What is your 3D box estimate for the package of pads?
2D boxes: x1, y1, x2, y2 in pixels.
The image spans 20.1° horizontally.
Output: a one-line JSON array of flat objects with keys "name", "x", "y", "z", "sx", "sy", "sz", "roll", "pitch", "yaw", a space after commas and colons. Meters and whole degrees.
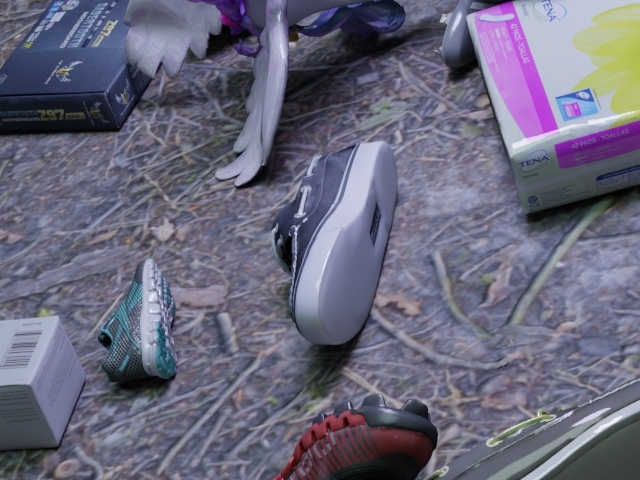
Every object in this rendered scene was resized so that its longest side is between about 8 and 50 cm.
[{"name": "package of pads", "x": 0.289, "y": -0.169, "z": 1.892, "sx": 0.229, "sy": 0.101, "sz": 0.296, "roll": -16, "pitch": 37, "yaw": 5}]

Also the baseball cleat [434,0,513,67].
[{"name": "baseball cleat", "x": 0.219, "y": -0.266, "z": 2.077, "sx": 0.109, "sy": 0.072, "sz": 0.206, "roll": 16, "pitch": 52, "yaw": 29}]

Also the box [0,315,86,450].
[{"name": "box", "x": -0.298, "y": 0.140, "z": 1.765, "sx": 0.102, "sy": 0.087, "sz": 0.101, "roll": -6, "pitch": 38, "yaw": 18}]

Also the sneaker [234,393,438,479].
[{"name": "sneaker", "x": -0.003, "y": 0.227, "z": 1.445, "sx": 0.276, "sy": 0.097, "sz": 0.135, "roll": -39, "pitch": 36, "yaw": 36}]

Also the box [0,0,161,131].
[{"name": "box", "x": -0.293, "y": -0.226, "z": 2.261, "sx": 0.183, "sy": 0.059, "sz": 0.233, "roll": 1, "pitch": 40, "yaw": 23}]

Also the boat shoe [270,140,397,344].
[{"name": "boat shoe", "x": 0.000, "y": 0.000, "z": 1.800, "sx": 0.102, "sy": 0.108, "sz": 0.301, "roll": -5, "pitch": 36, "yaw": 18}]

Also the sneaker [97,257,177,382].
[{"name": "sneaker", "x": -0.189, "y": 0.081, "z": 1.819, "sx": 0.076, "sy": 0.065, "sz": 0.166, "roll": -17, "pitch": 34, "yaw": 9}]

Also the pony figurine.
[{"name": "pony figurine", "x": -0.056, "y": -0.286, "z": 2.039, "sx": 0.363, "sy": 0.351, "sz": 0.303, "roll": -17, "pitch": 46, "yaw": -36}]

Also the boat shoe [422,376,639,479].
[{"name": "boat shoe", "x": 0.184, "y": 0.185, "z": 1.474, "sx": 0.305, "sy": 0.109, "sz": 0.091, "roll": -32, "pitch": 43, "yaw": -11}]
